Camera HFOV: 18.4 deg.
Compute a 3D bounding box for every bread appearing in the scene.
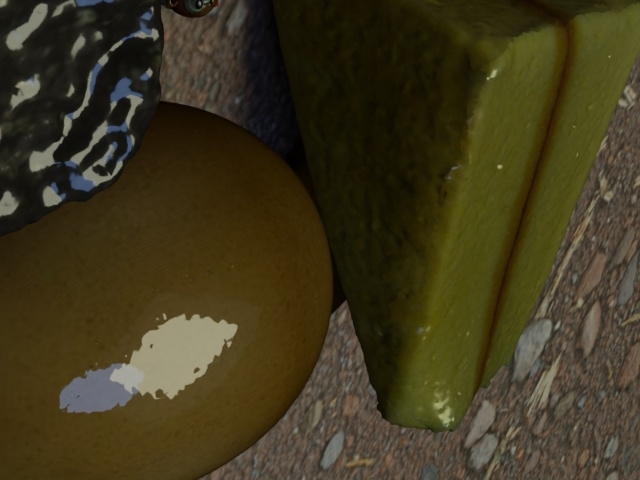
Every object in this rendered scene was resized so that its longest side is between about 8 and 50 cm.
[{"bbox_3d":[0.072,-0.055,1.529,0.233,0.245,0.361,-23,137,-48],"label":"bread"}]

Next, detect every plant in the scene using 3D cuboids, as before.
[{"bbox_3d":[-0.216,-0.122,1.002,0.188,0.276,0.199,-34,133,-30],"label":"plant"}]

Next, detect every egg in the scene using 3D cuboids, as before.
[{"bbox_3d":[-0.140,0.044,1.246,0.322,0.250,0.250,-26,133,-37],"label":"egg"}]

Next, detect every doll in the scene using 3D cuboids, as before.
[{"bbox_3d":[-0.077,-0.184,1.382,0.085,0.040,0.058,-2,103,-55],"label":"doll"}]

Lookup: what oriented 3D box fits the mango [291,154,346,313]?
[{"bbox_3d":[0.004,-0.003,1.584,0.111,0.089,0.163,-14,131,-41],"label":"mango"}]
